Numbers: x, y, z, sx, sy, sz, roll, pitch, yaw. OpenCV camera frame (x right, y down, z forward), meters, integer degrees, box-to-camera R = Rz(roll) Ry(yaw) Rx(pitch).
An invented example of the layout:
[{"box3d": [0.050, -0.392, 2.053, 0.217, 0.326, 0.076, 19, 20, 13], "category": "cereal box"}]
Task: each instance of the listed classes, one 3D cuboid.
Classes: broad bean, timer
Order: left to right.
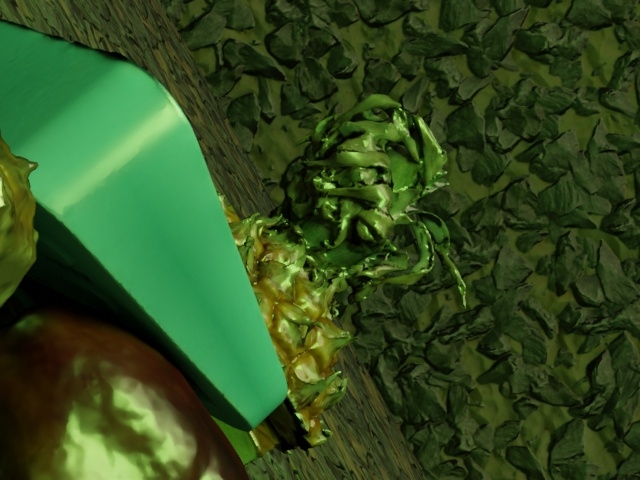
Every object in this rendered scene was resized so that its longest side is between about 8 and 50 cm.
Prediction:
[{"box3d": [-0.146, 0.003, 0.804, 0.232, 0.091, 0.250, 20, -34, 38], "category": "timer"}, {"box3d": [-0.099, 0.138, 0.729, 0.228, 0.122, 0.156, 58, 4, 7], "category": "broad bean"}]

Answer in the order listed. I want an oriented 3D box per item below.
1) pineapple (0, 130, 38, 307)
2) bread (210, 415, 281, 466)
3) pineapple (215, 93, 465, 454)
[{"box3d": [-0.228, -0.094, 0.601, 0.310, 0.170, 0.141, 58, -24, 17], "category": "pineapple"}, {"box3d": [-0.098, 0.118, 1.121, 0.139, 0.074, 0.084, 59, 5, 6], "category": "bread"}, {"box3d": [0.000, 0.000, 1.210, 0.262, 0.272, 0.262, 43, -18, 18], "category": "pineapple"}]
